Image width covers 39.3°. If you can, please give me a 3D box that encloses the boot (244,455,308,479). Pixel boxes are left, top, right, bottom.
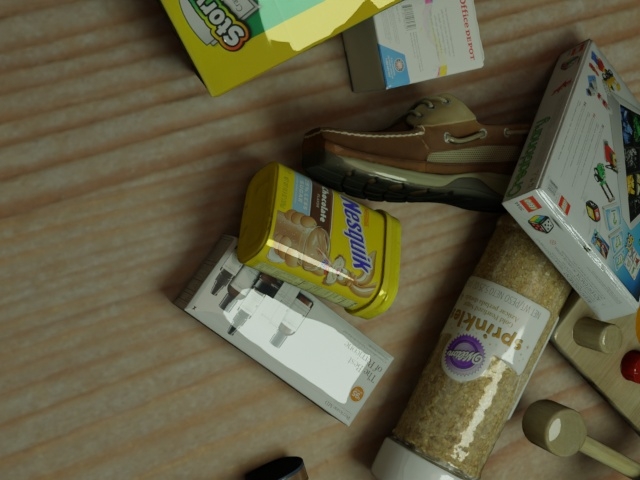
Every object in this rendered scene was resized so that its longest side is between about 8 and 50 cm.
[{"bbox_3d":[-0.099,0.334,0.990,0.219,0.082,0.106,-22,100,-20],"label":"boot"}]

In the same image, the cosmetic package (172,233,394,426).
[{"bbox_3d":[-0.038,0.102,1.005,0.239,0.060,0.099,38,82,-20],"label":"cosmetic package"}]

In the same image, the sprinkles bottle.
[{"bbox_3d":[0.190,0.146,1.066,0.121,0.121,0.355,30,83,-21],"label":"sprinkles bottle"}]

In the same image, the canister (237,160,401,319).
[{"bbox_3d":[0.000,0.000,0.974,0.170,0.073,0.126,25,55,-29],"label":"canister"}]

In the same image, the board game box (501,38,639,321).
[{"bbox_3d":[0.325,-0.080,1.057,0.193,0.053,0.305,47,46,-18],"label":"board game box"}]

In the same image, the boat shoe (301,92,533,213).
[{"bbox_3d":[0.129,-0.104,1.030,0.324,0.123,0.119,6,84,-30],"label":"boat shoe"}]

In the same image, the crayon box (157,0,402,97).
[{"bbox_3d":[-0.054,-0.370,0.853,0.313,0.106,0.363,-27,120,-2],"label":"crayon box"}]

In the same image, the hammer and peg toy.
[{"bbox_3d":[0.405,0.147,1.148,0.266,0.127,0.361,43,79,-21],"label":"hammer and peg toy"}]

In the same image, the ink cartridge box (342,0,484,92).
[{"bbox_3d":[0.110,-0.227,1.017,0.143,0.090,0.092,-15,100,-21],"label":"ink cartridge box"}]
